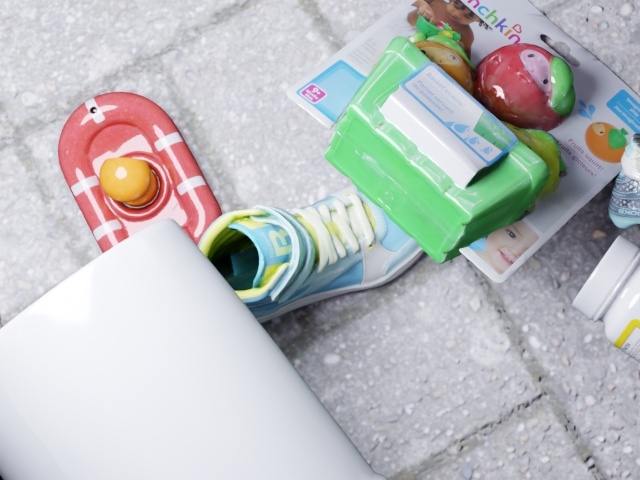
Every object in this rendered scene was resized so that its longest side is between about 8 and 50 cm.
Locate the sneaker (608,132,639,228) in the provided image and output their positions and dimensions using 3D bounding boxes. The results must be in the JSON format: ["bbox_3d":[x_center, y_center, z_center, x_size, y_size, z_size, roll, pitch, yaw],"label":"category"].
[{"bbox_3d":[0.463,-0.025,1.855,0.283,0.110,0.122,22,118,-4],"label":"sneaker"}]

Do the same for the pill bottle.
[{"bbox_3d":[0.397,0.091,1.820,0.208,0.119,0.119,35,85,10],"label":"pill bottle"}]

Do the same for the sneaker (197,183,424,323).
[{"bbox_3d":[0.000,0.000,1.829,0.319,0.208,0.127,-27,79,-1],"label":"sneaker"}]

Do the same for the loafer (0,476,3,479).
[{"bbox_3d":[-0.356,0.220,1.807,0.134,0.130,0.366,-40,105,-24],"label":"loafer"}]

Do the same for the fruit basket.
[{"bbox_3d":[0.190,-0.157,1.839,0.327,0.165,0.353,44,62,11],"label":"fruit basket"}]

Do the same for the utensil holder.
[{"bbox_3d":[-0.158,0.216,1.687,0.327,0.327,0.385,-37,88,-1],"label":"utensil holder"}]

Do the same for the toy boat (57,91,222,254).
[{"bbox_3d":[-0.220,-0.069,1.890,0.151,0.151,0.231,-29,79,0],"label":"toy boat"}]
